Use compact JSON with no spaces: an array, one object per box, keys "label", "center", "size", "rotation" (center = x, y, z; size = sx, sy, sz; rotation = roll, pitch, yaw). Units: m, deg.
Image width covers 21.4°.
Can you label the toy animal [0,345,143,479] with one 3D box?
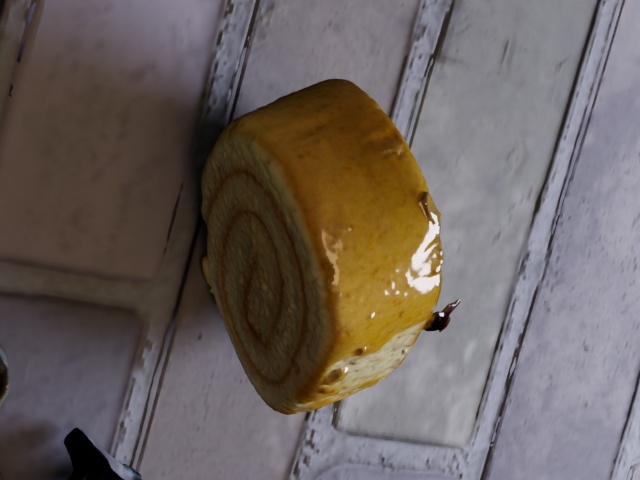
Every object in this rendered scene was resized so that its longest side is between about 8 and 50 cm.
[{"label":"toy animal","center":[-0.141,0.151,0.737],"size":[0.105,0.070,0.202],"rotation":[22,97,-22]}]

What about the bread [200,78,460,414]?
[{"label":"bread","center":[0.000,0.000,0.729],"size":[0.073,0.149,0.122],"rotation":[-21,71,-23]}]
